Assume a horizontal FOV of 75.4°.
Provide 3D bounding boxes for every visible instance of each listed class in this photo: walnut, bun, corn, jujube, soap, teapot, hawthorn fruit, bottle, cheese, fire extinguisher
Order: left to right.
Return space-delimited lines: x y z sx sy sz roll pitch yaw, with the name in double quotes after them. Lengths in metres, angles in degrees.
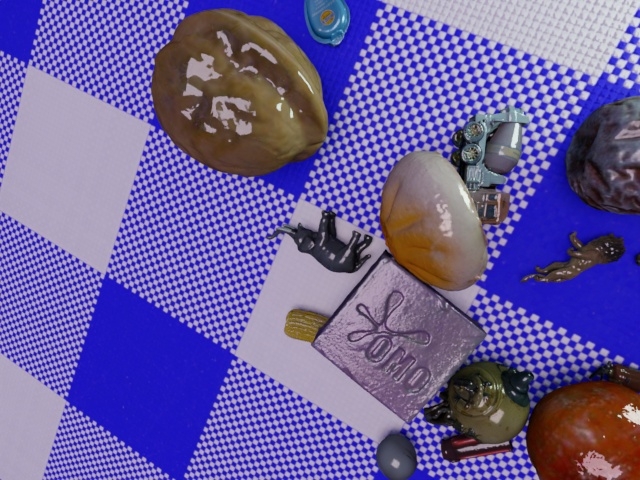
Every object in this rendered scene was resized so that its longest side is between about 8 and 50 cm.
-0.180 -0.317 0.925 0.383 0.383 0.384 2 98 17 "walnut"
-0.013 0.233 1.080 0.165 0.063 0.085 16 90 13 "corn"
-0.008 -0.584 0.990 0.106 0.037 0.256 -26 87 18 "cheese"
0.178 0.218 0.969 0.296 0.107 0.285 37 97 2 "soap"
0.208 -0.026 0.845 0.164 0.299 0.299 -25 89 6 "bun"
0.371 0.492 0.995 0.164 0.060 0.060 -22 90 20 "bottle"
0.340 0.347 0.908 0.269 0.173 0.182 -30 130 26 "teapot"
0.555 0.418 0.824 0.284 0.284 0.285 2 98 17 "hawthorn fruit"
0.675 0.302 0.877 0.177 0.050 0.062 14 111 17 "fire extinguisher"
0.636 -0.155 0.752 0.316 0.226 0.226 1 97 12 "jujube"

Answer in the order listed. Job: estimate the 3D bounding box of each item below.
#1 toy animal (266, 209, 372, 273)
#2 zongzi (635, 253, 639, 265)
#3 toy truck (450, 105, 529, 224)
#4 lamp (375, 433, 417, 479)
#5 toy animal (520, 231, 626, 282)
0.001 -0.010 1.035 0.269 0.082 0.137 25 103 13 "toy animal"
0.690 0.014 0.844 0.076 0.040 0.084 4 86 24 "zongzi"
0.360 -0.157 0.893 0.140 0.108 0.257 3 95 4 "toy truck"
0.190 0.543 1.036 0.105 0.105 0.105 2 98 17 "lamp"
0.531 0.039 0.881 0.219 0.069 0.086 -27 98 21 "toy animal"
